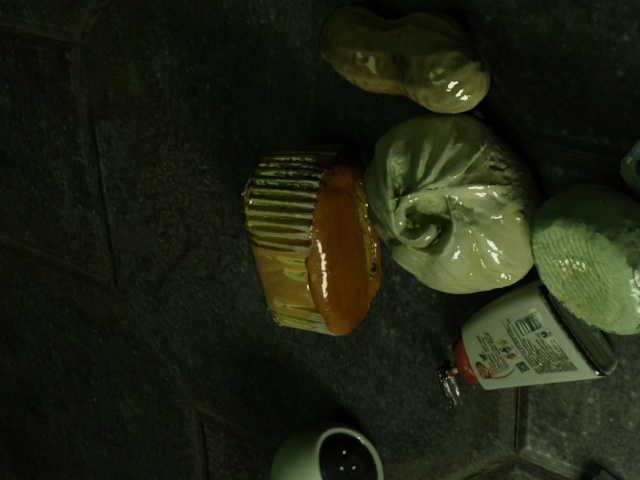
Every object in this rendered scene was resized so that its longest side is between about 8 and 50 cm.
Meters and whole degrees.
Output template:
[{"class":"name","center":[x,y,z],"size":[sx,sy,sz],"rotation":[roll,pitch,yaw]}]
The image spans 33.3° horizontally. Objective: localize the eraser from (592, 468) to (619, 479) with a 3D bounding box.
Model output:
[{"class":"eraser","center":[0.399,0.370,1.500],"size":[0.063,0.027,0.084],"rotation":[37,133,25]}]

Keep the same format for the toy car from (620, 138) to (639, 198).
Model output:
[{"class":"toy car","center":[0.434,-0.041,1.227],"size":[0.205,0.056,0.095],"rotation":[51,136,12]}]

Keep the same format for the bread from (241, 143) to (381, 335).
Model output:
[{"class":"bread","center":[0.000,0.000,1.573],"size":[0.156,0.204,0.288],"rotation":[4,119,23]}]

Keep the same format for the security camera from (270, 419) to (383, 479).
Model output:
[{"class":"security camera","center":[0.011,0.412,1.773],"size":[0.195,0.194,0.236],"rotation":[-1,109,44]}]

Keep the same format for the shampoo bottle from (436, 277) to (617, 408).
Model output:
[{"class":"shampoo bottle","center":[0.259,0.156,1.489],"size":[0.284,0.071,0.153],"rotation":[-33,90,50]}]

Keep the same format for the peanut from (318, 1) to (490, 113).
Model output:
[{"class":"peanut","center":[0.104,-0.246,1.385],"size":[0.274,0.111,0.125],"rotation":[24,97,36]}]

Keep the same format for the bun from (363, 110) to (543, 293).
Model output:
[{"class":"bun","center":[0.158,-0.042,1.412],"size":[0.259,0.160,0.259],"rotation":[25,130,34]}]

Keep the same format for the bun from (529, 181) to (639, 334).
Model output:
[{"class":"bun","center":[0.348,0.015,1.284],"size":[0.195,0.118,0.195],"rotation":[41,154,26]}]
